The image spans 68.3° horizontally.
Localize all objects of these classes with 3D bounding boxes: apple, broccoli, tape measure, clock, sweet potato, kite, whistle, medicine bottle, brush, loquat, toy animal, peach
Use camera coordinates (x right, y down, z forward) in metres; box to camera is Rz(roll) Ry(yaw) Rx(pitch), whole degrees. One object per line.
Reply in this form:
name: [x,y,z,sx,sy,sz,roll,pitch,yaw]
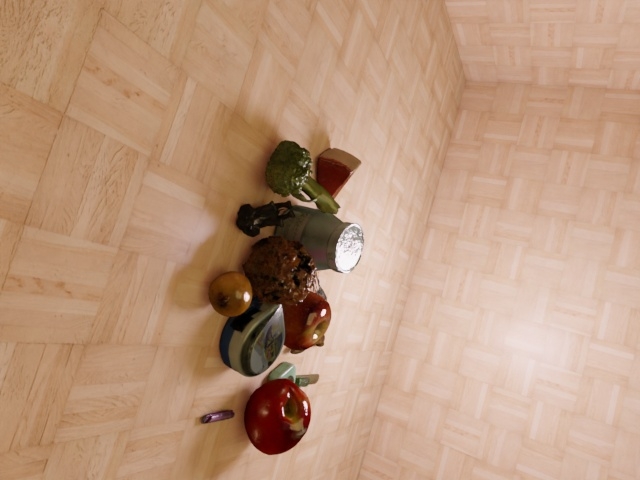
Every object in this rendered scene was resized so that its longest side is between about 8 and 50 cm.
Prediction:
apple: [-0.084,0.324,1.949,0.271,0.206,0.252,-18,129,-56]
broccoli: [-0.091,-0.224,1.722,0.302,0.186,0.254,49,16,-55]
tape measure: [-0.242,0.360,1.734,0.262,0.138,0.260,-42,136,-48]
clock: [-0.172,0.642,2.075,0.148,0.060,0.189,-25,124,-57]
sweet potato: [-0.041,0.471,2.240,0.108,0.079,0.346,-50,157,11]
kite: [-0.012,0.259,2.256,0.141,0.015,0.245,-54,146,-40]
whistle: [-0.373,0.645,1.726,0.176,0.033,0.033,28,77,-62]
medicine bottle: [0.000,0.000,1.832,0.245,0.289,0.245,-22,118,-50]
brush: [-0.065,0.689,2.321,0.282,0.048,0.054,30,79,-63]
loquat: [-0.294,0.176,1.548,0.163,0.137,0.163,-58,165,-26]
toy animal: [-0.192,-0.074,1.619,0.245,0.146,0.115,-4,87,-65]
peach: [-0.182,0.722,1.928,0.281,0.281,0.338,-52,-178,-39]

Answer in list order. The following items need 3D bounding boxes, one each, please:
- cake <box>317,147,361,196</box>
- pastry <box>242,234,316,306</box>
cake: [0.087,-0.254,2.053,0.158,0.159,0.262,-46,142,-49]
pastry: [-0.148,0.107,1.664,0.193,0.274,0.275,16,87,-76]
